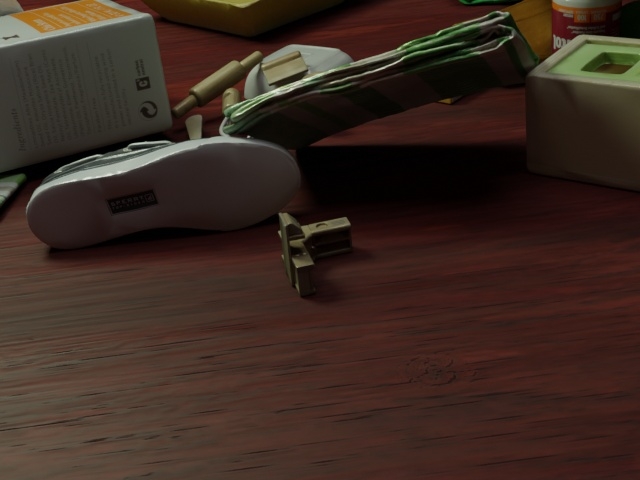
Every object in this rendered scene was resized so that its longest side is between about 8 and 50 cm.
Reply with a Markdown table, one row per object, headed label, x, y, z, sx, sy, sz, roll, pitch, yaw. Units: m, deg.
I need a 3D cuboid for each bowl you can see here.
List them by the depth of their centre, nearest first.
| label | x | y | z | sx | sy | sz | roll | pitch | yaw |
| --- | --- | --- | --- | --- | --- | --- | --- | --- | --- |
| bowl | -0.027 | -0.244 | 1.524 | 0.142 | 0.053 | 0.142 | 12 | 32 | 31 |

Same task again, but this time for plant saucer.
| label | x | y | z | sx | sy | sz | roll | pitch | yaw |
| --- | --- | --- | --- | --- | --- | --- | --- | --- | --- |
| plant saucer | -0.123 | -0.454 | 1.913 | 0.333 | 0.081 | 0.333 | -30 | 36 | -36 |

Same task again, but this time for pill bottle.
| label | x | y | z | sx | sy | sz | roll | pitch | yaw |
| --- | --- | --- | --- | --- | --- | --- | --- | --- | --- |
| pill bottle | 0.337 | -0.245 | 1.337 | 0.086 | 0.152 | 0.086 | -5 | 28 | 3 |

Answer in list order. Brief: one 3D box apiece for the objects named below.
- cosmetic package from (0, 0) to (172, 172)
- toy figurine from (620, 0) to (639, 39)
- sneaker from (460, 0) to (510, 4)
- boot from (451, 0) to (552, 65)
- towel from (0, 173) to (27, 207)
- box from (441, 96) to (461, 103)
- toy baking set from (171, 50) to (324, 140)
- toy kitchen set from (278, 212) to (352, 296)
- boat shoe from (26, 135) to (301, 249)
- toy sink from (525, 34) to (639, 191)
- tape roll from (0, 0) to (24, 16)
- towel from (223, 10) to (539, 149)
| label | x | y | z | sx | sy | sz | roll | pitch | yaw |
| --- | --- | --- | --- | --- | --- | --- | --- | --- | --- |
| cosmetic package | -0.452 | -0.190 | 1.375 | 0.453 | 0.161 | 0.230 | -18 | 26 | -24 |
| toy figurine | 0.479 | -0.240 | 1.364 | 0.159 | 0.130 | 0.173 | -14 | 49 | -33 |
| sneaker | 0.260 | -0.481 | 1.846 | 0.295 | 0.109 | 0.123 | 20 | 34 | 40 |
| boot | 0.296 | -0.330 | 1.561 | 0.211 | 0.104 | 0.295 | -8 | 32 | -3 |
| towel | -0.433 | -0.042 | 1.272 | 0.113 | 0.023 | 0.152 | 0 | 26 | 9 |
| box | 0.147 | -0.225 | 1.478 | 0.136 | 0.028 | 0.081 | 14 | 34 | 38 |
| toy baking set | -0.106 | -0.185 | 1.393 | 0.256 | 0.030 | 0.197 | -36 | 36 | -21 |
| toy kitchen set | 0.000 | 0.000 | 1.038 | 0.075 | 0.068 | 0.083 | -12 | 28 | -10 |
| boat shoe | -0.172 | -0.065 | 1.172 | 0.301 | 0.108 | 0.102 | -13 | 29 | 4 |
| toy sink | 0.365 | -0.144 | 1.162 | 0.234 | 0.131 | 0.153 | 14 | 35 | 34 |
| tape roll | -0.555 | -0.288 | 1.520 | 0.246 | 0.246 | 0.169 | -19 | 29 | -23 |
| towel | 0.077 | -0.165 | 1.180 | 0.325 | 0.038 | 0.248 | -17 | -6 | 18 |
